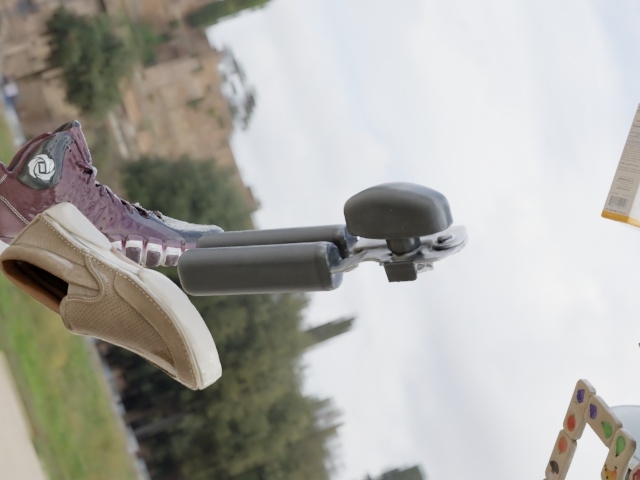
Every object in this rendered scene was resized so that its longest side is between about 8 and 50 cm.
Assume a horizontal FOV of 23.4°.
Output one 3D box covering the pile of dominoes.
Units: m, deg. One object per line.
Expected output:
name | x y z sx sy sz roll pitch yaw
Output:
pile of dominoes | 0.238 0.285 1.475 0.196 0.040 0.251 -123 -136 -60

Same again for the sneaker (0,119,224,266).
sneaker | -0.234 -0.051 1.706 0.106 0.281 0.162 178 -88 -65

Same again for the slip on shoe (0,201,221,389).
slip on shoe | -0.096 0.029 0.692 0.135 0.041 0.051 39 -32 35

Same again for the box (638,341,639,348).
box | 0.493 0.151 1.356 0.296 0.294 0.183 51 13 -25

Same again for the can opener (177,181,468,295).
can opener | 0.000 0.000 1.368 0.074 0.280 0.093 -42 119 -55

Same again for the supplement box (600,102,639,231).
supplement box | 0.272 -0.054 1.242 0.036 0.062 0.098 20 -89 61

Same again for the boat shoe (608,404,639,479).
boat shoe | 0.389 0.278 1.702 0.302 0.114 0.091 -119 -154 -66
